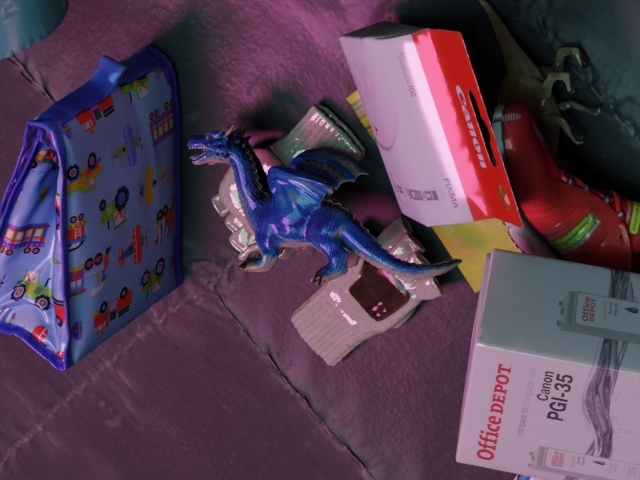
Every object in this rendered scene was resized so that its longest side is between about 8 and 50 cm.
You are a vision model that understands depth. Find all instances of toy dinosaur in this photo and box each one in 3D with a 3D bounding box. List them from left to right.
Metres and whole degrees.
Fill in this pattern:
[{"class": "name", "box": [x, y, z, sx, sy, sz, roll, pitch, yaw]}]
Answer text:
[{"class": "toy dinosaur", "box": [0.200, -0.144, 1.835, 0.093, 0.053, 0.183, -15, 104, 37]}]

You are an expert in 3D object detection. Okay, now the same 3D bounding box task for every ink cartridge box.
[{"class": "ink cartridge box", "box": [0.097, -0.102, 1.801, 0.066, 0.232, 0.189, -21, 103, -6]}, {"class": "ink cartridge box", "box": [0.273, 0.132, 1.800, 0.283, 0.117, 0.207, 10, 142, 6]}]

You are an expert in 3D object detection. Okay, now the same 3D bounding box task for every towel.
[{"class": "towel", "box": [0.124, -0.067, 1.941, 0.102, 0.021, 0.237, -30, 96, 41]}]

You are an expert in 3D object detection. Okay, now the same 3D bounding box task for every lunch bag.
[{"class": "lunch bag", "box": [-0.231, -0.052, 2.031, 0.138, 0.221, 0.293, 26, 124, 18]}]

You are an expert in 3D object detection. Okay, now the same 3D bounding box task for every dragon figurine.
[{"class": "dragon figurine", "box": [-0.007, -0.039, 1.947, 0.289, 0.085, 0.144, 10, 109, 28]}]

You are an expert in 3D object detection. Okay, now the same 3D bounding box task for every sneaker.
[{"class": "sneaker", "box": [0.245, -0.025, 1.831, 0.118, 0.107, 0.279, -19, 122, 26]}]

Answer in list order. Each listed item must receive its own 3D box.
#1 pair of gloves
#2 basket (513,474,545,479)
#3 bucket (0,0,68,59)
[{"class": "pair of gloves", "box": [0.000, 0.000, 2.033, 0.204, 0.042, 0.240, -34, 92, 38]}, {"class": "basket", "box": [0.287, 0.341, 1.925, 0.289, 0.201, 0.254, 43, 128, 17]}, {"class": "bucket", "box": [-0.388, -0.296, 1.983, 0.281, 0.281, 0.183, 9, 125, 27]}]
